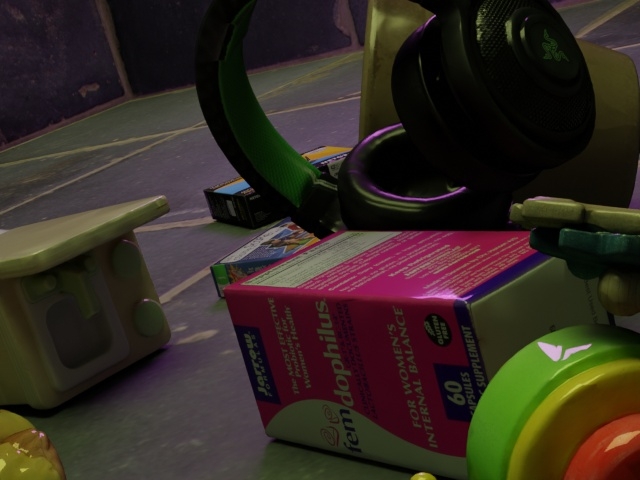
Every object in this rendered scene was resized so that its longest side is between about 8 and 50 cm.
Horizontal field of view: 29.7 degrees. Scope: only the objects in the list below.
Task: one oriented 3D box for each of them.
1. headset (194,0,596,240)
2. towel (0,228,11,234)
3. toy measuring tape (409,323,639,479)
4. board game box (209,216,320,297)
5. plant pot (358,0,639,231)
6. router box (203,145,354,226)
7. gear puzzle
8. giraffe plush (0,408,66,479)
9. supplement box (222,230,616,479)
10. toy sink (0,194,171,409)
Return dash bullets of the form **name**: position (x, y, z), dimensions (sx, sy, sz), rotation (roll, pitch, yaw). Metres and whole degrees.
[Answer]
- **headset**: position (0.108, -0.076, 0.837), dimensions (0.185, 0.394, 0.243), rotation (-56, -5, -42)
- **towel**: position (-0.465, 0.047, 1.246), dimensions (0.374, 0.090, 0.320), rotation (-10, -5, 36)
- **toy measuring tape**: position (0.182, 0.076, 0.534), dimensions (0.330, 0.121, 0.121), rotation (-17, 14, -8)
- **board game box**: position (0.000, 0.000, 1.212), dimensions (0.136, 0.035, 0.201), rotation (-7, 16, 33)
- **plant pot**: position (0.149, -0.095, 1.045), dimensions (0.229, 0.263, 0.263), rotation (3, 15, 4)
- **router box**: position (-0.040, -0.070, 1.513), dimensions (0.179, 0.046, 0.133), rotation (-22, 15, -24)
- **gear puzzle**: position (0.219, 0.028, 0.605), dimensions (0.175, 0.044, 0.339), rotation (7, -3, 29)
- **giraffe plush**: position (-0.285, 0.118, 0.766), dimensions (0.181, 0.170, 0.210), rotation (-7, 16, 30)
- **supplement box**: position (0.058, 0.062, 0.732), dimensions (0.114, 0.111, 0.220), rotation (-25, 16, -35)
- **toy sink**: position (-0.231, 0.059, 1.034), dimensions (0.234, 0.131, 0.153), rotation (-10, 14, 42)
